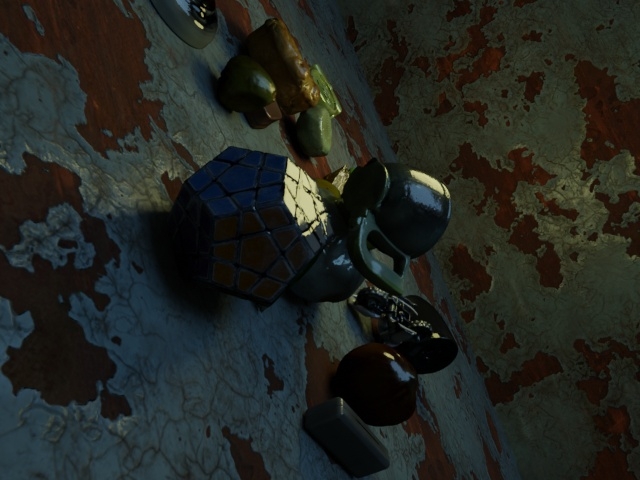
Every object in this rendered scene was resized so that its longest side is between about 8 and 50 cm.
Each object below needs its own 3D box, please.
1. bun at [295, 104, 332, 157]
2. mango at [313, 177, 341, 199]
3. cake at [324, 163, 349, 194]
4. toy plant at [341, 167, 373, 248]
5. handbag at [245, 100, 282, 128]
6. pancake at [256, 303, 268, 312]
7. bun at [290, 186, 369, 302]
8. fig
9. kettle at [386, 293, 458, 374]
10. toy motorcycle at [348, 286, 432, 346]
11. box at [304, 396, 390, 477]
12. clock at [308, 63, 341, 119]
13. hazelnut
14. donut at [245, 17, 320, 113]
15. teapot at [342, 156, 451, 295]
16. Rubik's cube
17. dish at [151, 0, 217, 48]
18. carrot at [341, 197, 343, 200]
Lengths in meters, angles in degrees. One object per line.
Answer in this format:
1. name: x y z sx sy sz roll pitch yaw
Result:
1. bun: -0.028 -0.386 1.926 0.195 0.118 0.195 -1 90 -80
2. mango: 0.001 -0.133 1.716 0.137 0.091 0.237 21 19 -7
3. cake: 0.067 -0.202 1.986 0.080 0.116 0.185 53 19 -20
4. toy plant: 0.179 -0.130 2.108 0.316 0.184 0.224 62 -8 6
5. handbag: -0.197 -0.442 1.652 0.193 0.072 0.151 63 21 -2
6. pancake: -0.143 -0.022 1.254 0.197 0.054 0.376 7 71 -25
7. bun: 0.000 0.000 1.451 0.362 0.211 0.362 47 29 -36
8. fig: -0.204 -0.425 1.498 0.154 0.165 0.144 -56 162 -35
9. kettle: 0.344 0.314 2.012 0.268 0.207 0.290 23 32 -30
10. toy motorcycle: 0.217 0.265 1.796 0.327 0.188 0.143 37 43 -27
11. box: 0.065 0.462 1.255 0.244 0.103 0.055 54 19 -31
12. clock: -0.018 -0.594 2.223 0.235 0.096 0.308 61 22 -15
13. hazelnut: 0.156 0.373 1.429 0.229 0.229 0.229 51 25 -35
14. donut: -0.121 -0.577 1.811 0.299 0.150 0.317 52 12 -43
15. teapot: 0.155 -0.058 1.380 0.239 0.321 0.239 26 3 -37
16. Rubik's cube: -0.134 -0.023 1.047 0.264 0.319 0.319 85 1 -48
17. dish: -0.344 -0.673 1.454 0.273 0.134 0.273 51 26 -37
18. carrot: 0.072 -0.049 1.799 0.139 0.138 0.302 58 21 -21
